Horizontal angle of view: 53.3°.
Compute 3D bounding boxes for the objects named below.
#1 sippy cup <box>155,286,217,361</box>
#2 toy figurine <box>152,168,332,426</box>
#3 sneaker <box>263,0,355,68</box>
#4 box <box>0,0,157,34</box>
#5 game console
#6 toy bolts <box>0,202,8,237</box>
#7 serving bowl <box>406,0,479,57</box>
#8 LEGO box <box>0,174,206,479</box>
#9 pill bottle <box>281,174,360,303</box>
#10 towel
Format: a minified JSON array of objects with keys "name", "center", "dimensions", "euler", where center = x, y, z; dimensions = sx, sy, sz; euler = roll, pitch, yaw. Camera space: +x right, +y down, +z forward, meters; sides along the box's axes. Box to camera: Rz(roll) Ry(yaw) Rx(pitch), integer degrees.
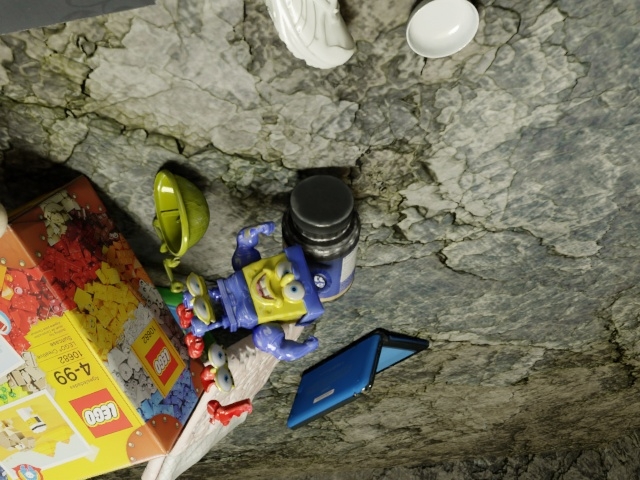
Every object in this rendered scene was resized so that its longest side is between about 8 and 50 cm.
[{"name":"sippy cup","center":[-0.340,0.237,1.207],"dimensions":[0.305,0.224,0.240],"euler":[-3,146,-7]},{"name":"toy figurine","center":[-0.097,0.064,0.929],"dimensions":[0.217,0.363,0.191],"euler":[-13,158,-20]},{"name":"sneaker","center":[-0.011,-0.265,0.630],"dimensions":[0.115,0.090,0.232],"euler":[-26,144,20]},{"name":"box","center":[-0.283,-0.271,0.509],"dimensions":[0.270,0.143,0.165],"euler":[-11,147,4]},{"name":"game console","center":[0.093,0.345,1.524],"dimensions":[0.173,0.250,0.293],"euler":[39,130,-15]},{"name":"toy bolts","center":[-0.435,-0.092,0.706],"dimensions":[0.158,0.229,0.218],"euler":[6,133,-44]},{"name":"serving bowl","center":[0.138,-0.252,0.733],"dimensions":[0.083,0.027,0.083],"euler":[-6,148,-4]},{"name":"LEGO box","center":[-0.482,0.180,0.959],"dimensions":[0.500,0.193,0.373],"euler":[-22,108,20]},{"name":"pill bottle","center":[0.000,0.000,1.006],"dimensions":[0.122,0.123,0.219],"euler":[-5,147,-4]},{"name":"towel","center":[-0.177,0.301,1.243],"dimensions":[0.317,0.053,0.332],"euler":[-59,165,21]}]
